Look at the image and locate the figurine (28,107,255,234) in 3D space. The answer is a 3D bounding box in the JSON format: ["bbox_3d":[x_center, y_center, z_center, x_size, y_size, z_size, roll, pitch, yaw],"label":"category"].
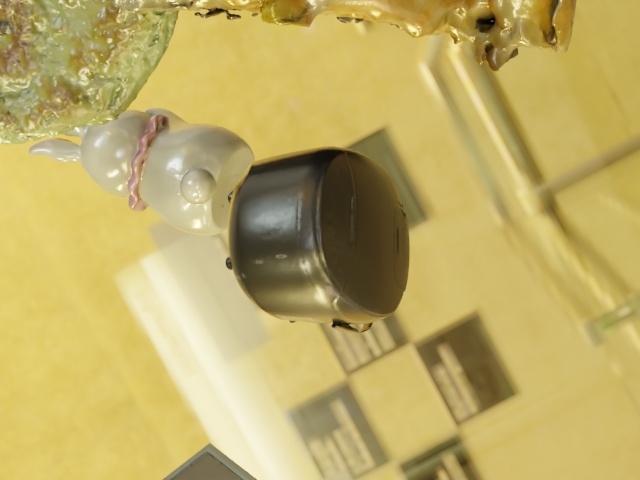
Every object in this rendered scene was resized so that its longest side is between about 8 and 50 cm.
[{"bbox_3d":[-0.195,-0.095,1.927,0.155,0.236,0.127,-31,-43,-59],"label":"figurine"}]

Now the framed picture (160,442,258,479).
[{"bbox_3d":[-0.125,0.283,1.746,0.183,0.142,0.011,26,148,56],"label":"framed picture"}]

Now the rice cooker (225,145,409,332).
[{"bbox_3d":[0.001,0.000,1.361,0.203,0.118,0.142,38,-129,-65],"label":"rice cooker"}]

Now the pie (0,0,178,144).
[{"bbox_3d":[-0.270,-0.236,1.585,0.302,0.303,0.067,62,-163,-8],"label":"pie"}]

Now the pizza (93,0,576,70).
[{"bbox_3d":[0.049,-0.338,1.400,0.080,0.435,0.391,-119,37,-56],"label":"pizza"}]
